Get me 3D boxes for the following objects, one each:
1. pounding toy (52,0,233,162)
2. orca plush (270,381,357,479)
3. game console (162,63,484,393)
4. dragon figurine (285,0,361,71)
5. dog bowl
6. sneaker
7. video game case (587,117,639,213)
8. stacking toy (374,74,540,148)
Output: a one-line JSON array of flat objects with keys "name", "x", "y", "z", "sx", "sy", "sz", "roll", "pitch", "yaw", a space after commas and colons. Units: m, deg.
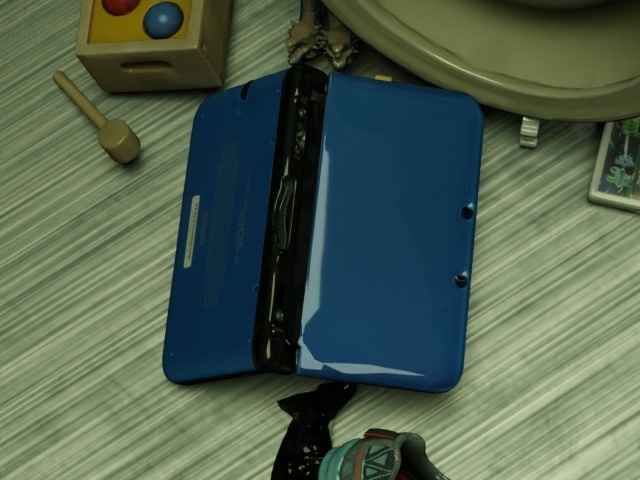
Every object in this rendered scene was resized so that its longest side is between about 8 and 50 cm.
[{"name": "pounding toy", "x": -0.191, "y": -0.186, "z": 1.921, "sx": 0.181, "sy": 0.094, "sz": 0.206, "roll": -1, "pitch": 66, "yaw": 16}, {"name": "orca plush", "x": 0.011, "y": 0.264, "z": 1.785, "sx": 0.151, "sy": 0.102, "sz": 0.287, "roll": 5, "pitch": 74, "yaw": 5}, {"name": "game console", "x": 0.000, "y": 0.000, "z": 1.867, "sx": 0.173, "sy": 0.250, "sz": 0.293, "roll": 19, "pitch": 70, "yaw": -36}, {"name": "dragon figurine", "x": 0.012, "y": -0.302, "z": 1.961, "sx": 0.085, "sy": 0.144, "sz": 0.289, "roll": 5, "pitch": 55, "yaw": 7}, {"name": "dog bowl", "x": 0.175, "y": -0.284, "z": 1.740, "sx": 0.408, "sy": 0.408, "sz": 0.150, "roll": 20, "pitch": 64, "yaw": 10}, {"name": "sneaker", "x": 0.108, "y": 0.278, "z": 1.728, "sx": 0.262, "sy": 0.125, "sz": 0.104, "roll": 51, "pitch": 43, "yaw": -5}, {"name": "video game case", "x": 0.369, "y": -0.112, "z": 1.913, "sx": 0.183, "sy": 0.023, "sz": 0.201, "roll": 14, "pitch": 76, "yaw": 8}, {"name": "stacking toy", "x": 0.145, "y": -0.202, "z": 1.940, "sx": 0.167, "sy": 0.052, "sz": 0.221, "roll": 9, "pitch": 74, "yaw": 6}]
